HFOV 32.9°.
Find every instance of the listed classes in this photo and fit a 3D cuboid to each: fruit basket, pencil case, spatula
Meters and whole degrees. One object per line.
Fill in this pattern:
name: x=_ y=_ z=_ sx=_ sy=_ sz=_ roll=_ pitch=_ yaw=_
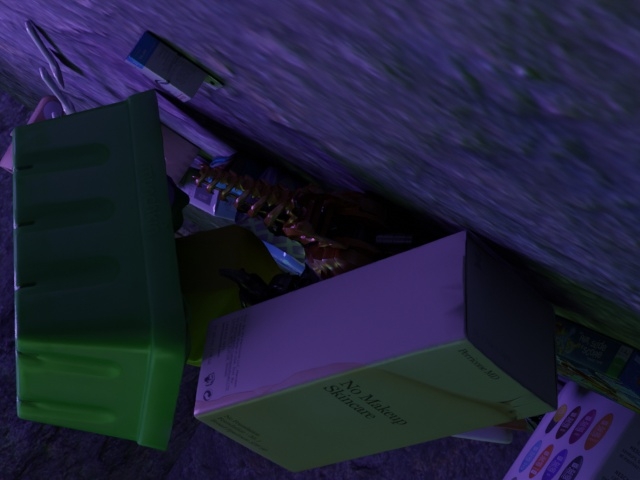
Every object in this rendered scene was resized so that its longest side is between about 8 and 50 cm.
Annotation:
fruit basket: x=-0.168 y=0.041 z=1.252 sx=0.392 sy=0.392 sz=0.283 roll=31 pitch=141 yaw=11
pencil case: x=0.000 y=0.000 z=1.248 sx=0.206 sy=0.086 sz=0.088 roll=32 pitch=-151 yaw=-12
spatula: x=-0.344 y=-0.192 z=1.448 sx=0.242 sy=0.019 sz=0.168 roll=119 pitch=135 yaw=-82

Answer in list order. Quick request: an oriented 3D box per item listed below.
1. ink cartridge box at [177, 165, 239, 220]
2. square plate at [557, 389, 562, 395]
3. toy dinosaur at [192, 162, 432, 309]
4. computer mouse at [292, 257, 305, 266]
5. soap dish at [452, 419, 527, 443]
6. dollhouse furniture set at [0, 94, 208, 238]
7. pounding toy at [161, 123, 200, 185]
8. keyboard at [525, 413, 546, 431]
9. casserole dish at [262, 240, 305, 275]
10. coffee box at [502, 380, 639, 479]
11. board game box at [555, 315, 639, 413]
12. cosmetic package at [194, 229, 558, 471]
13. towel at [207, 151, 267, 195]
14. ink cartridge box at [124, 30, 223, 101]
ink cartridge box: x=-0.100 y=-0.055 z=1.671 sx=0.232 sy=0.066 sz=0.189 roll=11 pitch=-173 yaw=-33
square plate: x=0.472 y=0.320 z=1.660 sx=0.344 sy=0.049 sz=0.347 roll=32 pitch=175 yaw=10
toy dinosaur: x=0.020 y=0.003 z=1.076 sx=0.322 sy=0.164 sz=0.218 roll=50 pitch=147 yaw=-19
computer mouse: x=0.005 y=0.032 z=1.701 sx=0.106 sy=0.042 sz=0.193 roll=25 pitch=179 yaw=-35
soap dish: x=0.199 y=0.246 z=1.830 sx=0.228 sy=0.118 sz=0.291 roll=10 pitch=-178 yaw=-9
dollhouse furniture set: x=-0.281 y=-0.099 z=1.724 sx=0.355 sy=0.174 sz=0.303 roll=16 pitch=165 yaw=47
pounding toy: x=-0.267 y=-0.127 z=1.581 sx=0.141 sy=0.100 sz=0.130 roll=34 pitch=174 yaw=-11
keyboard: x=0.303 y=0.250 z=1.556 sx=0.192 sy=0.038 sz=0.100 roll=30 pitch=173 yaw=37
casserole dish: x=-0.068 y=0.037 z=2.292 sx=0.114 sy=0.037 sz=0.188 roll=34 pitch=174 yaw=-23
coffee box: x=0.384 y=0.397 z=1.287 sx=0.338 sy=0.334 sz=0.337 roll=35 pitch=175 yaw=1
board game box: x=0.270 y=0.122 z=1.087 sx=0.136 sy=0.035 sz=0.201 roll=36 pitch=174 yaw=-33
cosmetic package: x=0.048 y=0.115 z=1.020 sx=0.309 sy=0.113 sz=0.160 roll=-21 pitch=138 yaw=35
towel: x=0.019 y=0.001 z=1.431 sx=0.370 sy=0.040 sz=0.271 roll=33 pitch=175 yaw=-12
ink cartridge box: x=-0.132 y=-0.150 z=0.971 sx=0.083 sy=0.028 sz=0.048 roll=33 pitch=175 yaw=-14
